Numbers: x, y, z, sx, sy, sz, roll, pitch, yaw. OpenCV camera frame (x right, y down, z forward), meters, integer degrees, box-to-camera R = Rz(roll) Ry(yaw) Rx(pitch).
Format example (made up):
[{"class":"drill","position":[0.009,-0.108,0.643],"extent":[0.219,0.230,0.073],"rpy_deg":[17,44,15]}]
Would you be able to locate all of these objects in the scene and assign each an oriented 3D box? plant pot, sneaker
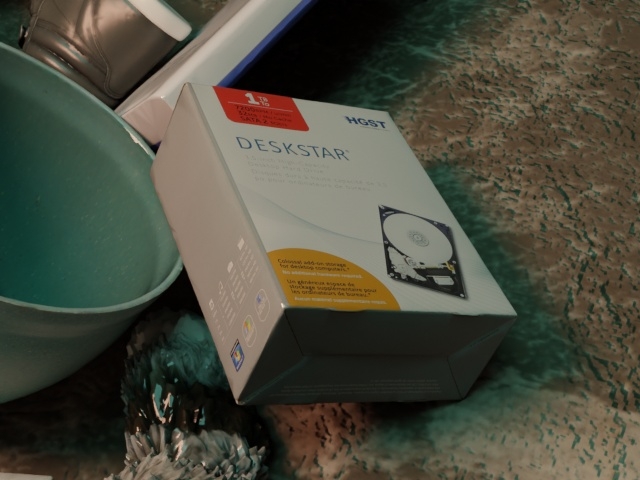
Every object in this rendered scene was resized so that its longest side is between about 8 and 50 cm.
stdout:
[{"class":"plant pot","position":[-0.270,0.007,0.796],"extent":[0.196,0.293,0.293],"rpy_deg":[-51,41,28]},{"class":"sneaker","position":[-0.262,-0.228,1.060],"extent":[0.147,0.104,0.296],"rpy_deg":[-50,61,5]}]

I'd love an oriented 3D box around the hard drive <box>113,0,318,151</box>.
[{"class":"hard drive","position":[-0.064,-0.191,0.978],"extent":[0.319,0.040,0.210],"rpy_deg":[-49,17,-25]}]

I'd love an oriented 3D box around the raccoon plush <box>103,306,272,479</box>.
[{"class":"raccoon plush","position":[-0.128,0.155,0.598],"extent":[0.216,0.299,0.446],"rpy_deg":[-24,48,-5]}]

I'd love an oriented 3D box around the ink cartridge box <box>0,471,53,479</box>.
[{"class":"ink cartridge box","position":[-0.346,0.236,0.730],"extent":[0.275,0.060,0.239],"rpy_deg":[-1,20,20]}]

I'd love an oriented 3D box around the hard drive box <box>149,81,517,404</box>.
[{"class":"hard drive box","position":[0.000,0.000,0.783],"extent":[0.181,0.089,0.232],"rpy_deg":[4,40,-31]}]
